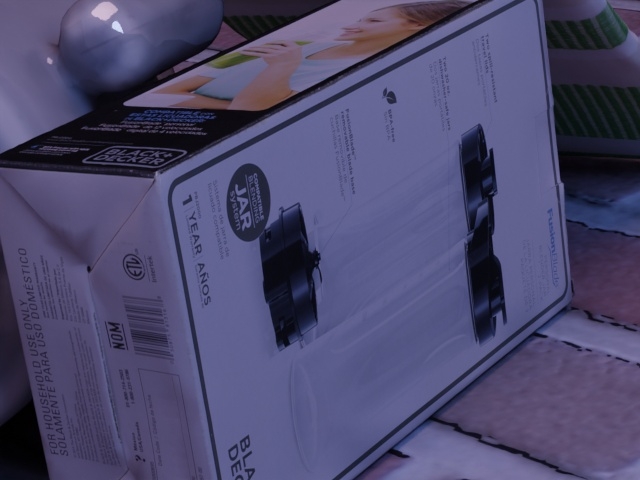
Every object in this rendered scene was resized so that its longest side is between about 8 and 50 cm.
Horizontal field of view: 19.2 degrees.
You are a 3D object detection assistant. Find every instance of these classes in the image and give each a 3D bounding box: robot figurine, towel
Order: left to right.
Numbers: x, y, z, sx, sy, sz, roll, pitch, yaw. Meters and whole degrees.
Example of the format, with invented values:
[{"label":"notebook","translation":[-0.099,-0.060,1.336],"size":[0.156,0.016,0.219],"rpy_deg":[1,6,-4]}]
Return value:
[{"label":"robot figurine","translation":[-0.177,-0.027,0.868],"size":[0.300,0.200,0.353],"rpy_deg":[-30,9,18]},{"label":"towel","translation":[0.059,-0.117,1.015],"size":[0.248,0.038,0.325],"rpy_deg":[6,-16,33]}]

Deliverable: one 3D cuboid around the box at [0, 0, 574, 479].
[{"label":"box","translation":[0.000,0.000,0.811],"size":[0.087,0.169,0.290],"rpy_deg":[5,25,35]}]
